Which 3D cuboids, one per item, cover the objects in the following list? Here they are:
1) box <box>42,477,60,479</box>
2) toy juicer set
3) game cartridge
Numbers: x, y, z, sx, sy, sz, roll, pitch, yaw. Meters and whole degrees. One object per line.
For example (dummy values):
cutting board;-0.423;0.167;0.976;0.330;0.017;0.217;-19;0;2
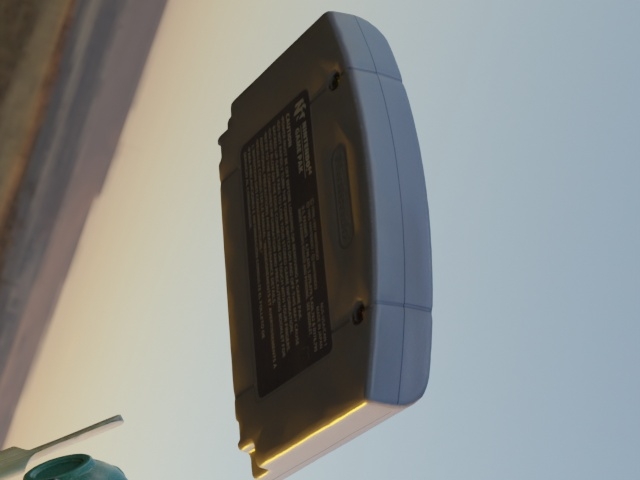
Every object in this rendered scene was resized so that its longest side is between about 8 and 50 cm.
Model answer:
box;-0.161;0.214;0.678;0.093;0.158;0.156;-17;-169;40
toy juicer set;-0.264;0.257;1.406;0.329;0.209;0.089;-140;-145;-77
game cartridge;0.000;0.000;1.071;0.196;0.060;0.294;-41;-133;52
